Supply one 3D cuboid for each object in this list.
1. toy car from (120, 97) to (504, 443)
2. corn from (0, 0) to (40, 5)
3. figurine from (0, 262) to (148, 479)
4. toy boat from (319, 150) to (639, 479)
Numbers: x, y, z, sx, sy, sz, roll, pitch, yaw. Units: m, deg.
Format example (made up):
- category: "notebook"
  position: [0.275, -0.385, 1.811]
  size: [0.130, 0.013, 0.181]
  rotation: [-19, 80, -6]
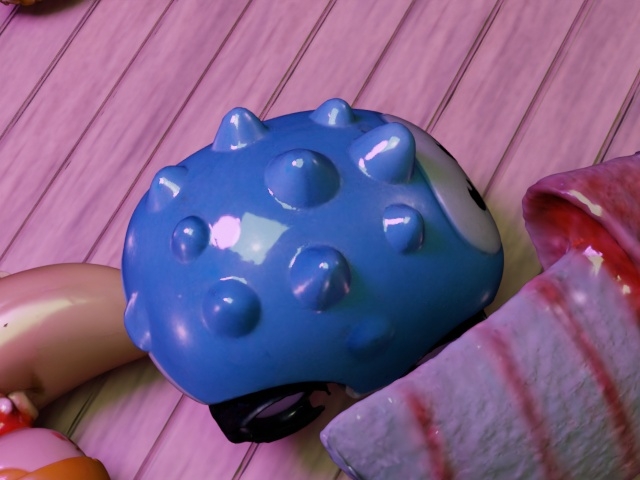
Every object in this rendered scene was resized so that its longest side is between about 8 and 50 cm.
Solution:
- category: "toy car"
  position: [0.000, 0.000, 0.758]
  size: [0.255, 0.190, 0.188]
  rotation: [-15, 60, -23]
- category: "corn"
  position: [-0.172, -0.285, 0.993]
  size: [0.260, 0.091, 0.091]
  rotation: [-31, 23, -6]
- category: "figurine"
  position: [-0.228, 0.142, 0.787]
  size: [0.325, 0.124, 0.222]
  rotation: [-35, 64, -12]
- category: "toy boat"
  position: [0.128, 0.083, 0.714]
  size: [0.282, 0.206, 0.096]
  rotation: [-31, 18, -29]
